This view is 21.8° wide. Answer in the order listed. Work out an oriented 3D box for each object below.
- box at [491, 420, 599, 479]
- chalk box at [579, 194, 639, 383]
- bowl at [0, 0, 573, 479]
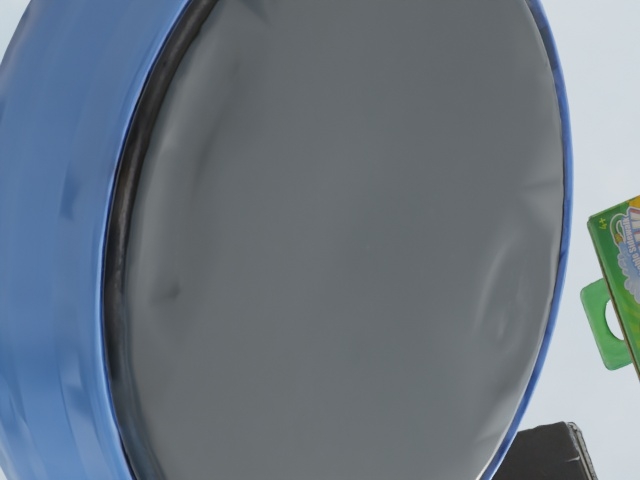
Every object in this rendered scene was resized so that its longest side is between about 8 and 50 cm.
[{"bbox_3d":[0.176,0.512,1.582,0.297,0.480,0.472,-12,-128,-2],"label":"box"},{"bbox_3d":[0.279,0.026,1.174,0.213,0.132,0.132,-26,164,27],"label":"chalk box"},{"bbox_3d":[0.000,0.000,0.826,0.077,0.391,0.391,10,-137,40],"label":"bowl"}]
